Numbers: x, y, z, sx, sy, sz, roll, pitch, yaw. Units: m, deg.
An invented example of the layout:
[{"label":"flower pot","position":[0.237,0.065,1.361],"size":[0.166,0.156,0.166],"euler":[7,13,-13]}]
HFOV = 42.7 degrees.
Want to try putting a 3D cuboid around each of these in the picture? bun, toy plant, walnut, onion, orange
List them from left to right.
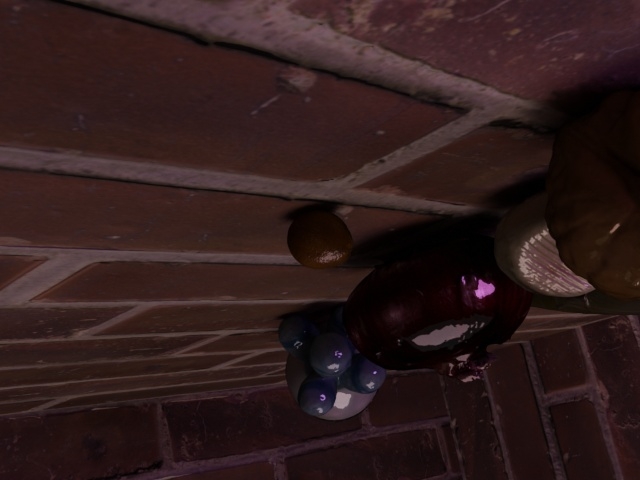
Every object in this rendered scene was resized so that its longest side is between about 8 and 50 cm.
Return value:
[{"label":"orange","position":[0.000,0.000,1.022],"size":[0.085,0.085,0.085],"euler":[-11,166,-3]},{"label":"toy plant","position":[0.021,0.258,1.750],"size":[0.247,0.247,0.332],"euler":[-12,162,0]},{"label":"onion","position":[0.186,0.115,1.293],"size":[0.313,0.232,0.314],"euler":[-12,167,-3]},{"label":"bun","position":[0.346,-0.020,1.141],"size":[0.222,0.128,0.222],"euler":[-3,134,-3]},{"label":"walnut","position":[0.348,-0.046,0.848],"size":[0.224,0.257,0.257],"euler":[-52,150,17]}]

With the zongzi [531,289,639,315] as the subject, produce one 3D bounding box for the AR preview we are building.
[{"label":"zongzi","position":[0.483,0.033,1.376],"size":[0.392,0.174,0.356],"euler":[-8,162,14]}]
